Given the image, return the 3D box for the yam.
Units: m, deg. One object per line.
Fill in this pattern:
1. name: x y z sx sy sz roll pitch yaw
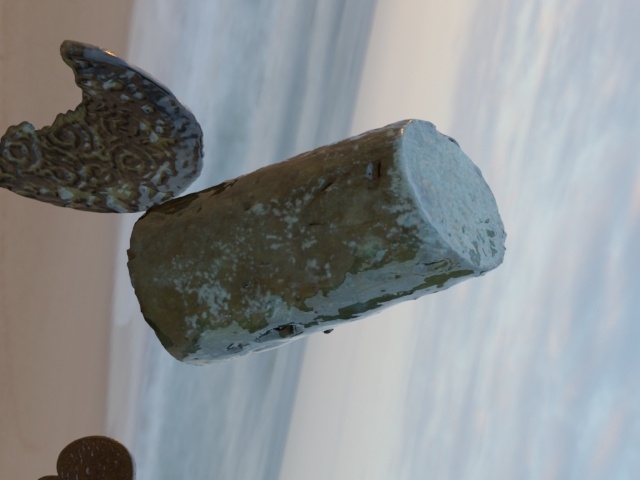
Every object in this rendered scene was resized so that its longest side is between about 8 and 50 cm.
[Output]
1. yam: 0.000 0.000 0.634 0.107 0.194 0.107 55 25 -41

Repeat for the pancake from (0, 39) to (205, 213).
1. pancake: -0.171 -0.071 0.782 0.184 0.190 0.020 54 35 -52

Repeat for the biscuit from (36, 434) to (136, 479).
1. biscuit: -0.347 0.359 1.608 0.175 0.124 0.026 -41 164 -11
